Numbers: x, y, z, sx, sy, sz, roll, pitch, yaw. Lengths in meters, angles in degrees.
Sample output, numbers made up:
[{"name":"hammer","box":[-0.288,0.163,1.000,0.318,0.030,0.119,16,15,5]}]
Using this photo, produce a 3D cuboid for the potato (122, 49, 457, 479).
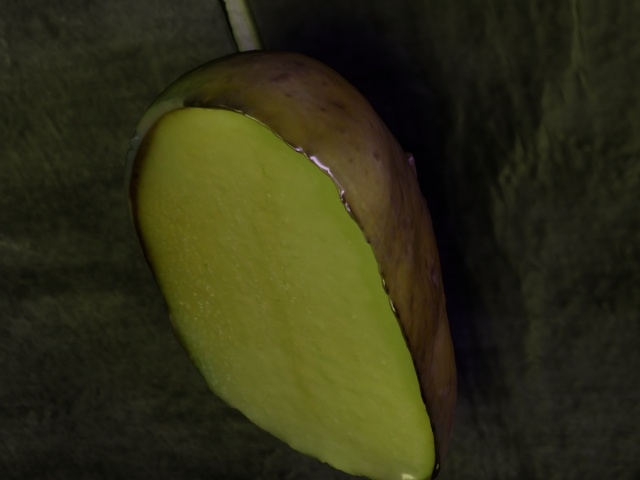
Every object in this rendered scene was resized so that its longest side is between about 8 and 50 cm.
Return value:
[{"name":"potato","box":[0.000,0.000,1.005,0.160,0.111,0.272,10,138,34]}]
